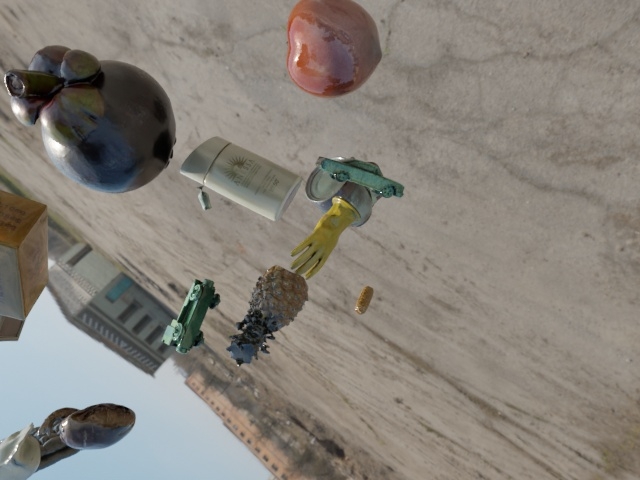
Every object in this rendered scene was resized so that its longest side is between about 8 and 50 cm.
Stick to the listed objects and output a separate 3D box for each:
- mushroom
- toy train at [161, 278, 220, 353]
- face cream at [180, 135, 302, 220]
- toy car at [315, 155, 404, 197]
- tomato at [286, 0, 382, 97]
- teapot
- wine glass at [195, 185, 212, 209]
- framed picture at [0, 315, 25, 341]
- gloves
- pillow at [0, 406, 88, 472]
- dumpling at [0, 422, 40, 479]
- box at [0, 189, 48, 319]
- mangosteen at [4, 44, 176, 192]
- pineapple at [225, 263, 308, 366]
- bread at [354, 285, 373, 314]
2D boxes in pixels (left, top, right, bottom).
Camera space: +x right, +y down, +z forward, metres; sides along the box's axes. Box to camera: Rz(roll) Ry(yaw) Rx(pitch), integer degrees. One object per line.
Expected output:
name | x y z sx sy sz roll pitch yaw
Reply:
mushroom | -0.460 0.371 0.842 0.170 0.080 0.135 6 133 -18
toy train | -0.347 0.198 1.143 0.083 0.200 0.132 33 159 -34
face cream | -0.245 -0.203 1.322 0.348 0.174 0.081 28 160 8
toy car | 0.144 -0.235 1.521 0.320 0.097 0.141 17 -170 -13
tomato | 0.044 -0.621 1.372 0.321 0.321 0.322 34 157 17
teapot | 0.139 -0.211 1.851 0.312 0.315 0.233 41 -171 -43
wine glass | -0.394 -0.146 1.449 0.039 0.042 0.084 -142 35 -74
framed picture | -0.981 0.184 1.390 0.020 0.290 0.211 16 164 -15
gloves | -0.001 -0.001 1.402 0.133 0.294 0.116 47 167 -32
pillow | -0.889 0.678 1.459 0.228 0.326 0.101 -1 99 44
dumpling | -0.782 0.549 1.098 0.188 0.108 0.127 -63 31 31
box | -0.728 -0.017 0.752 0.414 0.116 0.264 19 136 -16
mangosteen | -0.618 -0.332 1.170 0.435 0.383 0.382 23 174 -42
pineapple | -0.154 0.203 1.140 0.157 0.279 0.158 28 151 17
bread | 0.155 0.211 1.511 0.044 0.157 0.052 34 118 2
